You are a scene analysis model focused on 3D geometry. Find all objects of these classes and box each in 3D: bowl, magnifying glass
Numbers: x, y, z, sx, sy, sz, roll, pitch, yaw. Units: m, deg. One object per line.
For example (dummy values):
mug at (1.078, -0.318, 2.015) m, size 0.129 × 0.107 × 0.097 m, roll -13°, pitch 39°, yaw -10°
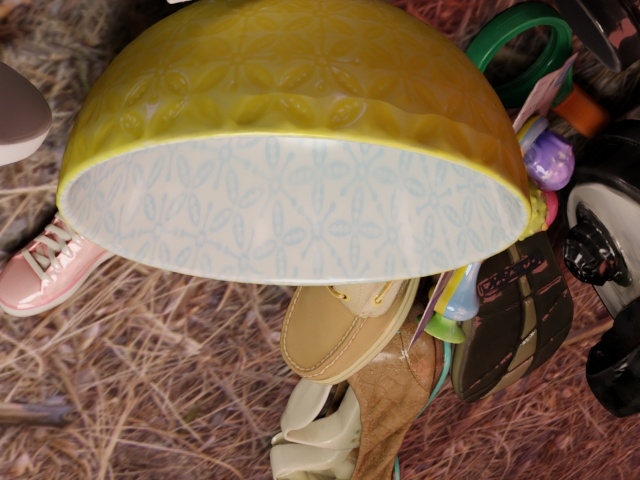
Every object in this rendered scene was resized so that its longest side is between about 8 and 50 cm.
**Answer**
bowl at (-0.014, -0.085, 1.177) m, size 0.289 × 0.156 × 0.289 m, roll 1°, pitch 161°, yaw 0°
magnifying glass at (0.180, -0.127, 1.510) m, size 0.092 × 0.026 × 0.231 m, roll -44°, pitch 149°, yaw 11°

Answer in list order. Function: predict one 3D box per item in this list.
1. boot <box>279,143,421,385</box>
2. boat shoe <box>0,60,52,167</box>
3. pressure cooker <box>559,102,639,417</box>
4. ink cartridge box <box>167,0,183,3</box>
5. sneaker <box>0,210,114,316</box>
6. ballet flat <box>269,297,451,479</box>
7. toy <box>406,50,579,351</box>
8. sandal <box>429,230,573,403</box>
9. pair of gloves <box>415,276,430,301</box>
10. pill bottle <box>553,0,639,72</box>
boot at (0.000, 0.000, 1.411) m, size 0.203 × 0.095 × 0.262 m, roll 2°, pitch 129°, yaw -50°
boat shoe at (-0.277, -0.057, 1.046) m, size 0.258 × 0.095 × 0.084 m, roll 0°, pitch 140°, yaw -33°
pressure cooker at (0.401, 0.006, 1.580) m, size 0.420 × 0.375 × 0.370 m, roll -36°, pitch 132°, yaw -11°
ink cartridge box at (-0.037, -0.206, 1.078) m, size 0.143 × 0.090 × 0.092 m, roll -15°, pitch 144°, yaw -33°
sneaker at (-0.166, -0.008, 1.268) m, size 0.134 × 0.051 × 0.070 m, roll -34°, pitch 150°, yaw -12°
ballet flat at (0.022, 0.172, 1.690) m, size 0.124 × 0.116 × 0.342 m, roll -4°, pitch 146°, yaw -14°
toy at (0.149, -0.022, 1.456) m, size 0.237 × 0.056 × 0.137 m, roll -62°, pitch 171°, yaw 22°
sandal at (0.145, 0.022, 1.633) m, size 0.120 × 0.086 × 0.303 m, roll -25°, pitch 134°, yaw -14°
pair of gloves at (0.058, 0.060, 1.656) m, size 0.083 × 0.010 × 0.074 m, roll -17°, pitch 145°, yaw -34°
pill bottle at (0.274, -0.223, 1.368) m, size 0.219 × 0.123 × 0.123 m, roll -37°, pitch 151°, yaw 0°
